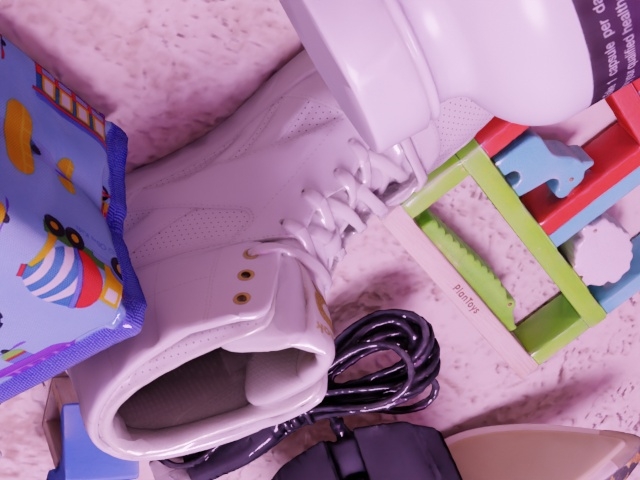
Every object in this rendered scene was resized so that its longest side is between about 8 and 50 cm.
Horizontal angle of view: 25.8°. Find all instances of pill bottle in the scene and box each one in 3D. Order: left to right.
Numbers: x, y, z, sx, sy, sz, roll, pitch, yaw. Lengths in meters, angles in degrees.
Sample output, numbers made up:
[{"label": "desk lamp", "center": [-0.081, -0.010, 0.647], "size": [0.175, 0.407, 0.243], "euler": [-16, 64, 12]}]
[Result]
[{"label": "pill bottle", "center": [0.134, -0.171, 0.608], "size": [0.323, 0.181, 0.181], "euler": [-30, 133, -1]}]

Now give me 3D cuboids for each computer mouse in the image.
[{"label": "computer mouse", "center": [0.033, 0.191, 0.849], "size": [0.188, 0.072, 0.272], "euler": [-26, 110, 9]}]

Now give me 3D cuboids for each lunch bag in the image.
[{"label": "lunch bag", "center": [-0.263, 0.011, 0.625], "size": [0.293, 0.138, 0.221], "euler": [-33, 133, 20]}]

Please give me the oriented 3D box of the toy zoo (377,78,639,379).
[{"label": "toy zoo", "center": [0.191, -0.057, 0.830], "size": [0.293, 0.030, 0.192], "euler": [-38, 132, 7]}]

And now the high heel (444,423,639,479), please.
[{"label": "high heel", "center": [0.111, 0.223, 0.980], "size": [0.261, 0.093, 0.186], "euler": [-22, 135, 1]}]

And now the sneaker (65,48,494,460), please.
[{"label": "sneaker", "center": [0.000, 0.000, 0.692], "size": [0.292, 0.169, 0.108], "euler": [-32, 131, 0]}]

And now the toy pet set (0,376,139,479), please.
[{"label": "toy pet set", "center": [-0.165, 0.119, 0.778], "size": [0.114, 0.065, 0.122], "euler": [1, 126, -26]}]
